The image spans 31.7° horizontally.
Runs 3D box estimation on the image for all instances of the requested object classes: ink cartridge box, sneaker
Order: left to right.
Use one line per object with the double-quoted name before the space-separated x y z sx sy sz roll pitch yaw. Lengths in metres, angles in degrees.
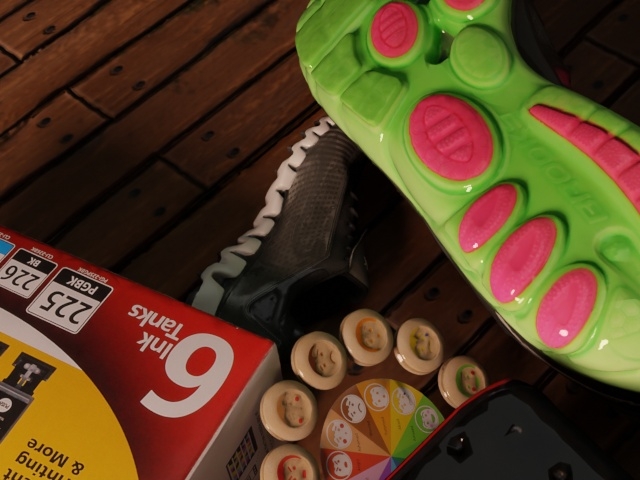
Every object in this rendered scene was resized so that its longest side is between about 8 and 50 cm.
"ink cartridge box" -0.217 0.141 0.700 0.309 0.130 0.272 21 57 20
"sneaker" 0.000 0.000 0.827 0.106 0.078 0.234 25 59 16
"sneaker" 0.121 -0.059 0.790 0.185 0.202 0.483 -27 47 6

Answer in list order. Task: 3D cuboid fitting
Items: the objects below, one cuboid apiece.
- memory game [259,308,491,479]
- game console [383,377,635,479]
"memory game" 0.046 0.130 0.690 0.186 0.012 0.186 10 66 -24
"game console" 0.098 0.301 0.494 0.342 0.060 0.386 -42 66 -8
